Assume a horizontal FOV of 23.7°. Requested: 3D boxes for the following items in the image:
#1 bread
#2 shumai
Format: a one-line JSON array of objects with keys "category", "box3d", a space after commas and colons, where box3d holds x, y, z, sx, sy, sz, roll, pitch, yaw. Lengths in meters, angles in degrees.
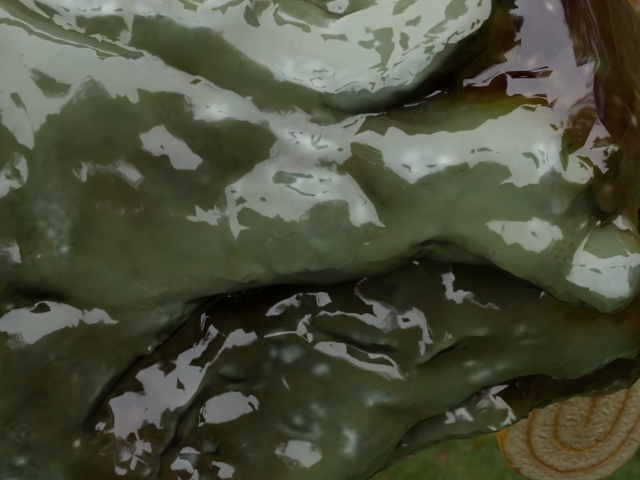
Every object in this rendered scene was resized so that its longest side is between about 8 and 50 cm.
[{"category": "bread", "box3d": [0.185, 0.102, 1.094, 0.122, 0.149, 0.073, 10, 32, -16]}, {"category": "shumai", "box3d": [0.000, 0.000, 0.686, 0.323, 0.397, 0.324, -9, 8, 20]}]
